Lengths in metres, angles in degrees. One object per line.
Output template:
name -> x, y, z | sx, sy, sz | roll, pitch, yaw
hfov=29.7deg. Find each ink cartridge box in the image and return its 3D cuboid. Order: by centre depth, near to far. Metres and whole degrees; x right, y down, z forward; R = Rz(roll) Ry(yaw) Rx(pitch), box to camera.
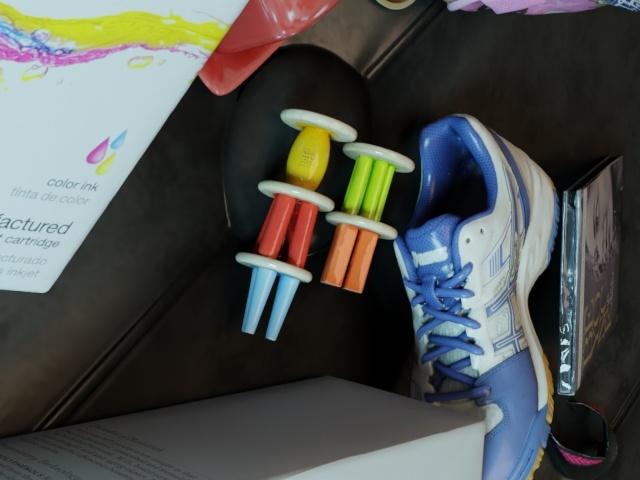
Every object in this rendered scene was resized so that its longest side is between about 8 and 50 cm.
ink cartridge box -> -0.147, -0.118, 0.490 | 0.201, 0.117, 0.278 | 9, 129, -47

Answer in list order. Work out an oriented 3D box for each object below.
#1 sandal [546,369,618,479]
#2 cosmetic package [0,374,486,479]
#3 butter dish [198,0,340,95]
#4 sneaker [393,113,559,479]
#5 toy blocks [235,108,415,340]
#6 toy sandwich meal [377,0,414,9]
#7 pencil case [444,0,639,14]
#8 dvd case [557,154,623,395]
sandal -> 0.233, 0.174, 1.100 | 0.179, 0.040, 0.067 | 42, 67, -42
cosmetic package -> -0.073, 0.207, 0.700 | 0.366, 0.155, 0.197 | -3, 100, -47
butter dish -> -0.021, -0.188, 0.711 | 0.160, 0.118, 0.160 | -49, 128, -29
sneaker -> 0.094, 0.047, 0.863 | 0.131, 0.112, 0.296 | 38, 48, -42
toy blocks -> 0.000, 0.000, 0.814 | 0.123, 0.054, 0.148 | 23, 82, -48
toy sandwich meal -> 0.058, -0.203, 0.855 | 0.086, 0.029, 0.085 | -10, 105, -45
pencil case -> 0.159, -0.354, 0.844 | 0.160, 0.167, 0.386 | -6, 102, -19
dvd case -> 0.234, 0.021, 1.032 | 0.221, 0.018, 0.164 | -26, 118, -65
